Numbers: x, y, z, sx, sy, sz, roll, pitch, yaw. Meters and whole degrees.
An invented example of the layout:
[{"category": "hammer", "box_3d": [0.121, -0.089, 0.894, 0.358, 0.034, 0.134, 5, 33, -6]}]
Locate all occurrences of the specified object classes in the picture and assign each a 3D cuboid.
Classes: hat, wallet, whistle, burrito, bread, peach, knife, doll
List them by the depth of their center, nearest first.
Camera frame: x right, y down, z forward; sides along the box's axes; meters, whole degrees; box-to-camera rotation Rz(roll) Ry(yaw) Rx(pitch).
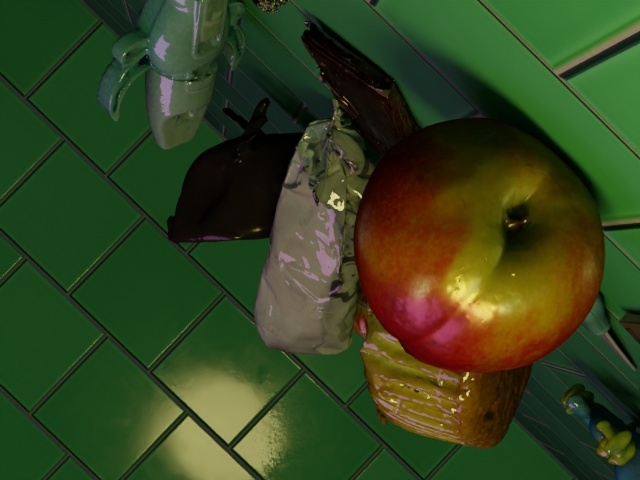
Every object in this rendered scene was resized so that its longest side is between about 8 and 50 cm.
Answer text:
[{"category": "peach", "box_3d": [0.110, 0.007, 1.106, 0.190, 0.190, 0.192, 44, 161, 2]}, {"category": "bread", "box_3d": [0.127, 0.070, 1.385, 0.142, 0.227, 0.253, 18, 163, 14]}, {"category": "wallet", "box_3d": [0.052, -0.124, 1.458, 0.122, 0.031, 0.232, 40, 176, 27]}, {"category": "knife", "box_3d": [0.271, 0.081, 1.486, 0.058, 0.032, 0.244, 39, 179, 28]}, {"category": "whistle", "box_3d": [-0.146, -0.209, 1.616, 0.093, 0.186, 0.274, 44, 143, 27]}, {"category": "doll", "box_3d": [0.427, 0.294, 1.800, 0.346, 0.099, 0.341, 48, -171, 2]}, {"category": "burrito", "box_3d": [0.000, 0.000, 1.812, 0.139, 0.101, 0.445, 43, 146, 22]}, {"category": "hat", "box_3d": [-0.030, -0.090, 2.017, 0.336, 0.208, 0.238, 5, -170, 8]}]

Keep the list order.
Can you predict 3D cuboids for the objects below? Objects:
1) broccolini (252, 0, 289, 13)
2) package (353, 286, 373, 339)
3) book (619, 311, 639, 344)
[{"category": "broccolini", "box_3d": [-0.103, -0.285, 1.312, 0.254, 0.058, 0.071, 51, 161, 31]}, {"category": "package", "box_3d": [0.111, 0.069, 2.028, 0.223, 0.108, 0.288, -6, -155, -30]}, {"category": "book", "box_3d": [0.327, 0.114, 1.267, 0.138, 0.016, 0.199, 44, 177, -2]}]
